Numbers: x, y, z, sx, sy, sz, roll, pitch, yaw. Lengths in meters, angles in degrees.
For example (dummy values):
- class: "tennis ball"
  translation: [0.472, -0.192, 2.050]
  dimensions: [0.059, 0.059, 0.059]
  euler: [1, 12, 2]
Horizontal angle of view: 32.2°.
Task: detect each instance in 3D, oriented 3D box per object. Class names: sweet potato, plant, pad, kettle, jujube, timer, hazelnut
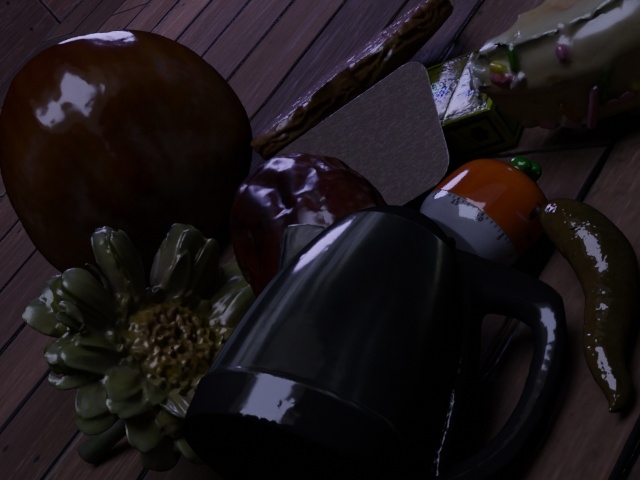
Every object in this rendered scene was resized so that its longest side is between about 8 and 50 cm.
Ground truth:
- class: "sweet potato"
  translation: [0.237, 0.037, 0.930]
  dimensions: [0.069, 0.059, 0.249]
  euler: [-11, 46, 4]
- class: "plant"
  translation: [-0.158, 0.147, 1.185]
  dimensions: [0.261, 0.296, 0.306]
  euler: [19, 16, 34]
- class: "pad"
  translation: [0.036, -0.086, 1.316]
  dimensions: [0.266, 0.002, 0.176]
  euler: [-32, 53, 32]
- class: "kettle"
  translation: [0.047, 0.084, 0.923]
  dimensions: [0.251, 0.207, 0.271]
  euler: [-6, 48, 42]
- class: "jujube"
  translation: [0.000, 0.000, 1.152]
  dimensions: [0.183, 0.183, 0.243]
  euler: [-44, 25, -8]
- class: "timer"
  translation: [0.170, -0.032, 1.083]
  dimensions: [0.136, 0.099, 0.136]
  euler: [-18, 36, 13]
- class: "hazelnut"
  translation: [-0.277, -0.120, 1.553]
  dimensions: [0.366, 0.366, 0.365]
  euler: [-30, 29, 19]

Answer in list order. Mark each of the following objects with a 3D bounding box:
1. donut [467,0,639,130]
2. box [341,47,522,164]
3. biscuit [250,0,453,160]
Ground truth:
- class: "donut"
  translation: [0.327, -0.274, 1.179]
  dimensions: [0.307, 0.150, 0.371]
  euler: [-18, 35, 35]
- class: "box"
  translation: [0.143, -0.151, 1.321]
  dimensions: [0.220, 0.064, 0.141]
  euler: [-18, 34, 40]
- class: "biscuit"
  translation: [0.044, -0.211, 1.478]
  dimensions: [0.277, 0.052, 0.262]
  euler: [-31, 12, 40]
